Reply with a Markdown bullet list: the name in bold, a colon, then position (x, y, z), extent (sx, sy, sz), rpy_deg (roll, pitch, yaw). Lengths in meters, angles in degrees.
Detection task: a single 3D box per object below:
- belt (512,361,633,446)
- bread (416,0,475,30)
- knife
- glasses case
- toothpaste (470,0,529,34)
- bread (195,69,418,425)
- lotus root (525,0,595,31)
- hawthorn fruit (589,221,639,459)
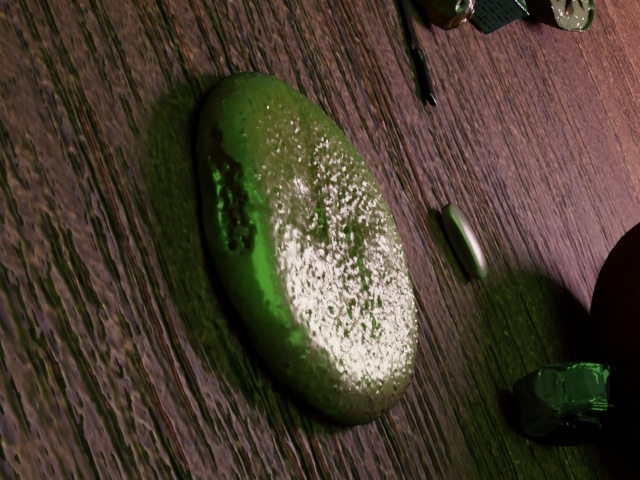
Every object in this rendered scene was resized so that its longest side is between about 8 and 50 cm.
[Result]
- **belt**: position (0.251, 0.165, 1.327), extent (0.140, 0.105, 0.058), rpy_deg (22, 51, -43)
- **bread**: position (0.135, -0.289, 1.519), extent (0.110, 0.060, 0.066), rpy_deg (51, 45, -28)
- **knife**: position (0.101, -0.222, 1.458), extent (0.023, 0.010, 0.170), rpy_deg (31, 41, -59)
- **glasses case**: position (0.145, 0.001, 1.348), extent (0.083, 0.021, 0.032), rpy_deg (63, 26, -9)
- **toothpaste**: position (0.159, -0.332, 1.595), extent (0.267, 0.065, 0.050), rpy_deg (30, 41, -51)
- **bread**: position (0.003, 0.003, 1.055), extent (0.301, 0.045, 0.301), rpy_deg (44, 34, -41)
- **lotus root**: position (0.328, -0.388, 1.948), extent (0.204, 0.078, 0.183), rpy_deg (-5, 87, -55)
- **hawthorn fruit**: position (0.513, 0.140, 1.578), extent (0.403, 0.403, 0.402), rpy_deg (43, 35, -40)
